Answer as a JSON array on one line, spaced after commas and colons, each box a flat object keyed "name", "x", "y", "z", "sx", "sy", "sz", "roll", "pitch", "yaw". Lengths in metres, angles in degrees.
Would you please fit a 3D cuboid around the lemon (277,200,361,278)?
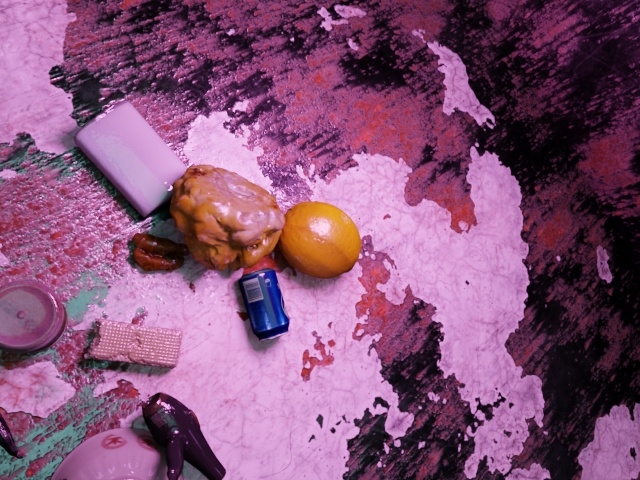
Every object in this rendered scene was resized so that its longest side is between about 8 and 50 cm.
[{"name": "lemon", "x": -0.003, "y": -0.003, "z": 1.574, "sx": 0.263, "sy": 0.236, "sz": 0.235, "roll": 26, "pitch": 67, "yaw": -50}]

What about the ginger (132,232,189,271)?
[{"name": "ginger", "x": -0.449, "y": 0.040, "z": 1.440, "sx": 0.162, "sy": 0.073, "sz": 0.103, "roll": 13, "pitch": 75, "yaw": -23}]

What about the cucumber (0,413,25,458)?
[{"name": "cucumber", "x": -0.766, "y": 0.460, "z": 1.229, "sx": 0.039, "sy": 0.043, "sz": 0.163, "roll": -28, "pitch": 91, "yaw": 10}]

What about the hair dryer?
[{"name": "hair dryer", "x": -0.334, "y": 0.550, "z": 1.250, "sx": 0.120, "sy": 0.359, "sz": 0.303, "roll": -32, "pitch": 104, "yaw": -5}]

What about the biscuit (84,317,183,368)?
[{"name": "biscuit", "x": -0.495, "y": 0.279, "z": 1.377, "sx": 0.239, "sy": 0.062, "sz": 0.108, "roll": 13, "pitch": 74, "yaw": -22}]

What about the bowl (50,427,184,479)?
[{"name": "bowl", "x": -0.489, "y": 0.644, "z": 1.255, "sx": 0.337, "sy": 0.157, "sz": 0.337, "roll": 5, "pitch": 78, "yaw": -25}]

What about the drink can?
[{"name": "drink can", "x": -0.165, "y": 0.188, "z": 1.521, "sx": 0.118, "sy": 0.118, "sz": 0.204, "roll": -14, "pitch": 87, "yaw": -27}]

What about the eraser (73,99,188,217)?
[{"name": "eraser", "x": -0.519, "y": -0.230, "z": 1.445, "sx": 0.290, "sy": 0.104, "sz": 0.189, "roll": 50, "pitch": 59, "yaw": -9}]

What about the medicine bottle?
[{"name": "medicine bottle", "x": -0.664, "y": 0.179, "z": 1.171, "sx": 0.151, "sy": 0.322, "sz": 0.151, "roll": 5, "pitch": 77, "yaw": -23}]

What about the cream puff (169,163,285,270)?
[{"name": "cream puff", "x": -0.277, "y": -0.042, "z": 1.434, "sx": 0.291, "sy": 0.257, "sz": 0.324, "roll": 34, "pitch": 24, "yaw": 21}]
